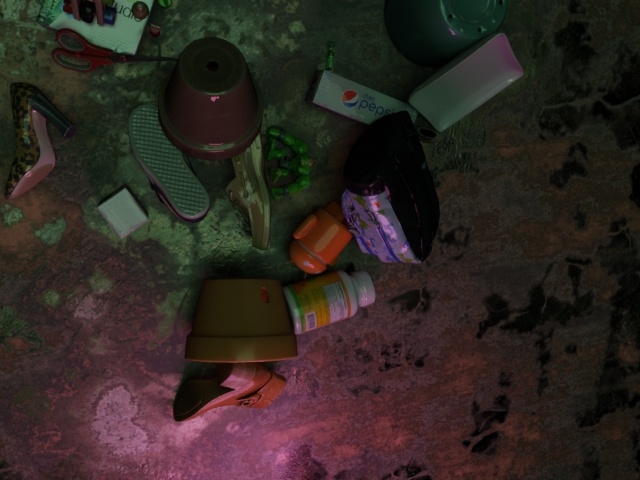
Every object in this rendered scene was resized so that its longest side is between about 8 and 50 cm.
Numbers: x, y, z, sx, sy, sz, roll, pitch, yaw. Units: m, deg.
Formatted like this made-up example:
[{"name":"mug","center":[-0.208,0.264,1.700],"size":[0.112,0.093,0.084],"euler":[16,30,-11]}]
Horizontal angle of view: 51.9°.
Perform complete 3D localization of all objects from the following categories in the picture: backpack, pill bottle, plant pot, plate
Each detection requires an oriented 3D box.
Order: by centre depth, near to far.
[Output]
[{"name":"plant pot","center":[-0.256,-0.349,1.541],"size":[0.263,0.229,0.263],"euler":[2,74,-9]},{"name":"plant pot","center":[0.342,-0.601,1.693],"size":[0.293,0.235,0.293],"euler":[-3,103,-15]},{"name":"plant pot","center":[-0.205,0.202,1.706],"size":[0.291,0.291,0.203],"euler":[0,85,-15]},{"name":"backpack","center":[0.189,-0.102,1.716],"size":[0.355,0.273,0.290],"euler":[50,43,-29]},{"name":"plate","center":[0.379,-0.415,1.721],"size":[0.277,0.278,0.045],"euler":[-33,68,19]},{"name":"pill bottle","center":[0.020,0.160,1.812],"size":[0.246,0.136,0.136],"euler":[-16,105,-17]}]

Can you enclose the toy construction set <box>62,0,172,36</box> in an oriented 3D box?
[{"name":"toy construction set","center":[-0.459,-0.577,1.423],"size":[0.309,0.237,0.257],"euler":[41,89,-19]}]

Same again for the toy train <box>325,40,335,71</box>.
[{"name":"toy train","center":[0.027,-0.487,1.743],"size":[0.017,0.024,0.083],"euler":[3,100,-16]}]

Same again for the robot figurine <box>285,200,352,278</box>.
[{"name":"robot figurine","center":[0.001,0.001,1.783],"size":[0.128,0.158,0.219],"euler":[40,89,8]}]

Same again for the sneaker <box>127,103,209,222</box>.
[{"name":"sneaker","center":[-0.385,-0.182,1.654],"size":[0.126,0.127,0.321],"euler":[-26,82,-15]}]

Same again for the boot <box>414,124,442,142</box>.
[{"name":"boot","center":[0.301,-0.293,1.823],"size":[0.118,0.087,0.042],"euler":[8,98,-17]}]

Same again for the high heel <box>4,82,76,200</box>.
[{"name":"high heel","center":[-0.725,-0.241,1.581],"size":[0.186,0.093,0.261],"euler":[43,101,3]}]

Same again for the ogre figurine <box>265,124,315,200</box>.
[{"name":"ogre figurine","center":[-0.082,-0.203,1.734],"size":[0.118,0.197,0.097],"euler":[2,145,-28]}]

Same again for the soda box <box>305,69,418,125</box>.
[{"name":"soda box","center":[0.110,-0.361,1.752],"size":[0.286,0.098,0.091],"euler":[18,98,-17]}]

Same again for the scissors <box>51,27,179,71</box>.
[{"name":"scissors","center":[-0.490,-0.432,1.573],"size":[0.297,0.021,0.109],"euler":[11,136,-10]}]

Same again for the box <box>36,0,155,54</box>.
[{"name":"box","center":[-0.501,-0.618,1.557],"size":[0.232,0.058,0.322],"euler":[20,95,-18]}]

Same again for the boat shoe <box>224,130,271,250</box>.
[{"name":"boat shoe","center":[-0.194,-0.140,1.714],"size":[0.110,0.121,0.341],"euler":[-7,93,-9]}]

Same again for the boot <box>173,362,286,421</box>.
[{"name":"boot","center":[-0.252,0.428,1.827],"size":[0.283,0.109,0.220],"euler":[-44,137,17]}]

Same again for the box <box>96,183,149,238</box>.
[{"name":"box","center":[-0.493,-0.075,1.648],"size":[0.087,0.101,0.102],"euler":[-35,108,-6]}]
